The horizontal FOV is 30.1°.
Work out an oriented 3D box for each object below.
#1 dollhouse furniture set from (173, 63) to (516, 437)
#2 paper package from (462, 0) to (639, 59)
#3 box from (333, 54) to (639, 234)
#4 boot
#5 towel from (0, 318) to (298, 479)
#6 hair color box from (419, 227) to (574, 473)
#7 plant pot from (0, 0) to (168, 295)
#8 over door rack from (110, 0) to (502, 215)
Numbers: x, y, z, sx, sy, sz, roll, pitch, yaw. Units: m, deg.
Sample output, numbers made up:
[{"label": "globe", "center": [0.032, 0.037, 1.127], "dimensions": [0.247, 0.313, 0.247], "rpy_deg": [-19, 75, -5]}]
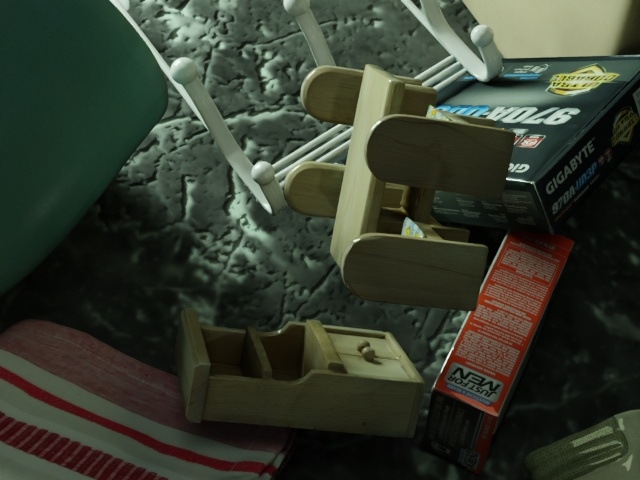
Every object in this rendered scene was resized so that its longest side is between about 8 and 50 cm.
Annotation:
[{"label": "dollhouse furniture set", "center": [0.000, 0.000, 0.821], "dimensions": [0.161, 0.242, 0.212], "rpy_deg": [7, 15, -14]}, {"label": "paper package", "center": [0.249, -0.293, 1.023], "dimensions": [0.168, 0.325, 0.309], "rpy_deg": [-17, 56, -15]}, {"label": "box", "center": [0.145, -0.084, 0.964], "dimensions": [0.175, 0.051, 0.220], "rpy_deg": [-42, 31, -28]}, {"label": "boot", "center": [0.261, 0.192, 0.820], "dimensions": [0.213, 0.077, 0.165], "rpy_deg": [-11, 53, -7]}, {"label": "towel", "center": [-0.158, 0.139, 0.738], "dimensions": [0.237, 0.037, 0.329], "rpy_deg": [19, 16, 8]}, {"label": "hair color box", "center": [0.132, 0.077, 0.887], "dimensions": [0.053, 0.093, 0.167], "rpy_deg": [23, 56, 14]}, {"label": "plant pot", "center": [-0.296, -0.080, 0.872], "dimensions": [0.293, 0.293, 0.235], "rpy_deg": [23, 69, 14]}, {"label": "over door rack", "center": [-0.036, -0.195, 1.029], "dimensions": [0.239, 0.108, 0.324], "rpy_deg": [-32, 54, -12]}]
